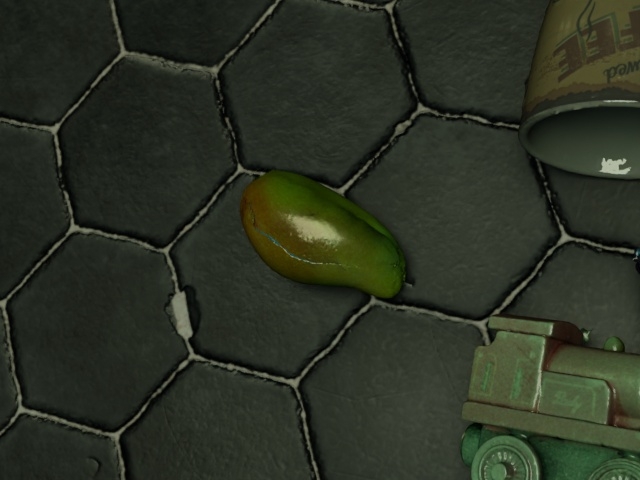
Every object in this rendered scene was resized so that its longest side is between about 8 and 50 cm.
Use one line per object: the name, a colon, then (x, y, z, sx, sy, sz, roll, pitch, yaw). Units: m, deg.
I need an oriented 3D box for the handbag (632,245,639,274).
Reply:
handbag: (0.461, 0.092, 1.332, 0.162, 0.113, 0.260, -27, 75, 20)

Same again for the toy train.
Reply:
toy train: (0.299, 0.204, 1.311, 0.304, 0.150, 0.221, 7, 83, 35)

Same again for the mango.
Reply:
mango: (0.000, 0.000, 1.486, 0.233, 0.111, 0.125, 34, 103, 7)

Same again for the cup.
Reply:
cup: (0.394, -0.218, 1.379, 0.301, 0.227, 0.256, 11, 76, -5)
